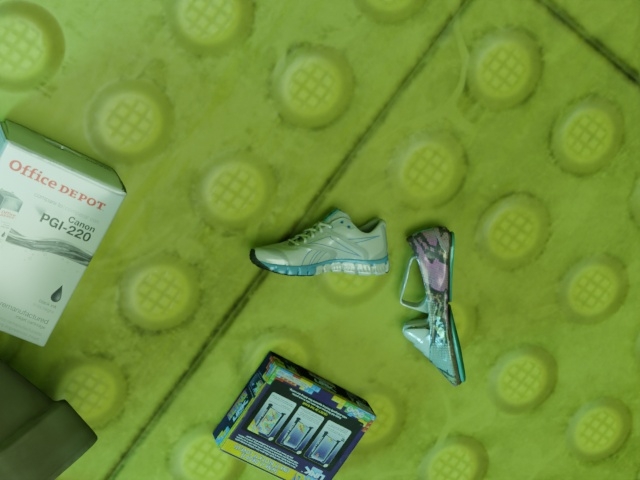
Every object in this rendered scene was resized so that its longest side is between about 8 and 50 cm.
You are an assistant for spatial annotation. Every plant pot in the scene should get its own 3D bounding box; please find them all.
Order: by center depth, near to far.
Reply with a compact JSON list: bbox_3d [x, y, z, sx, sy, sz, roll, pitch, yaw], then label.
[{"bbox_3d":[-0.463,0.218,1.575,0.323,0.323,0.280,-39,93,0],"label":"plant pot"}]

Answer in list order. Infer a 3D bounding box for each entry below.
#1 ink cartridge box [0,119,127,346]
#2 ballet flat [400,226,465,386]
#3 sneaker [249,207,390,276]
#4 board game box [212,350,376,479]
[{"bbox_3d":[-0.346,-0.008,1.635,0.159,0.092,0.218,25,100,-25],"label":"ink cartridge box"},{"bbox_3d":[0.145,0.088,1.849,0.079,0.077,0.221,-5,108,4],"label":"ballet flat"},{"bbox_3d":[0.000,0.000,1.770,0.191,0.071,0.082,-3,105,-26],"label":"sneaker"},{"bbox_3d":[-0.034,0.245,1.859,0.170,0.048,0.141,31,101,-26],"label":"board game box"}]
